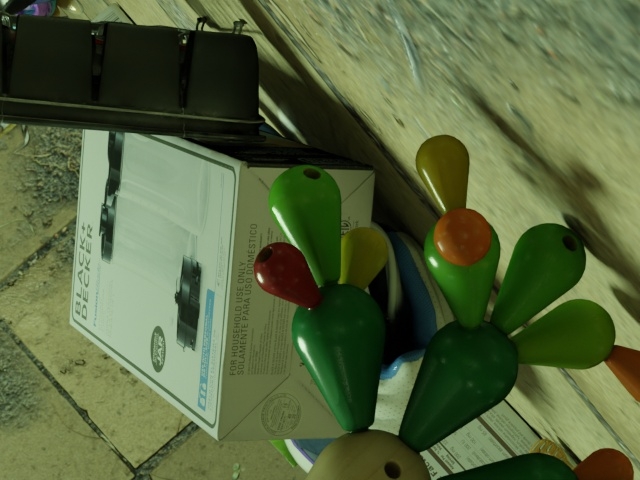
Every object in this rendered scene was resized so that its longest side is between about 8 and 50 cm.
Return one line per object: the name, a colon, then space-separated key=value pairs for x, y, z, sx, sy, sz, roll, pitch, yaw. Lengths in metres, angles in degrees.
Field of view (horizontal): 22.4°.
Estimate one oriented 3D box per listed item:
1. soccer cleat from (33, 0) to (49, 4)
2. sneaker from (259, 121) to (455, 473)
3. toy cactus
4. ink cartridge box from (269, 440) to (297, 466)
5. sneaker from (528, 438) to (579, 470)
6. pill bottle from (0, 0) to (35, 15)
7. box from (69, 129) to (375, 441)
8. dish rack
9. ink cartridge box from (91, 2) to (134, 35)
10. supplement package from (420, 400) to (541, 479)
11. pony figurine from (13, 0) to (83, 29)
soccer cleat: x=-0.319 y=-0.348 z=1.493 sx=0.121 sy=0.093 sz=0.289 roll=-7 pitch=125 yaw=48
sneaker: x=0.000 y=0.000 z=1.133 sx=0.236 sy=0.130 sz=0.322 roll=117 pitch=134 yaw=-61
toy cactus: x=0.048 y=0.072 z=0.627 sx=0.219 sy=0.180 sz=0.112 roll=39 pitch=-176 yaw=-6
ink cartridge box: x=-0.013 y=0.118 z=1.651 sx=0.255 sy=0.189 sz=0.097 roll=50 pitch=175 yaw=-33
sneaker: x=0.192 y=0.181 z=1.199 sx=0.083 sy=0.032 sz=0.037 roll=52 pitch=-168 yaw=31
pill bottle: x=-0.310 y=-0.302 z=1.378 sx=0.219 sy=0.123 sz=0.123 roll=49 pitch=176 yaw=-4
box: x=-0.075 y=0.010 z=1.042 sx=0.290 sy=0.087 sz=0.169 roll=-154 pitch=67 yaw=-62
dish rack: x=-0.154 y=-0.116 z=1.038 sx=0.208 sy=0.074 sz=0.271 roll=5 pitch=-172 yaw=-13
ink cartridge box: x=-0.181 y=-0.149 z=1.841 sx=0.165 sy=0.065 sz=0.332 roll=48 pitch=175 yaw=6
supplement package: x=0.137 y=0.231 z=1.396 sx=0.262 sy=0.145 sz=0.204 roll=48 pitch=176 yaw=27
pony figurine: x=-0.465 y=-0.363 z=1.800 sx=0.363 sy=0.303 sz=0.351 roll=45 pitch=-153 yaw=10
